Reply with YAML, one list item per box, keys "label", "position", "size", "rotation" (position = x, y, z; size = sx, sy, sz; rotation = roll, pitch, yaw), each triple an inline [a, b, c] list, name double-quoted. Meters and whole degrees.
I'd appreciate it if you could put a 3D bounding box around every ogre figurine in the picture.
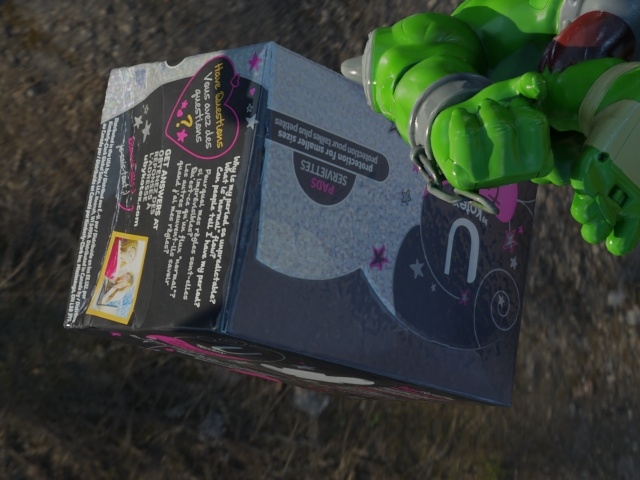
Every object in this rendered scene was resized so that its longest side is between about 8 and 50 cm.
- label: "ogre figurine"
  position: [0.098, -0.062, 0.486]
  size: [0.197, 0.118, 0.097]
  rotation: [-36, 125, -19]

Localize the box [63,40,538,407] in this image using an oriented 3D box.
- label: "box"
  position: [0.000, 0.000, 0.835]
  size: [0.142, 0.247, 0.163]
  rotation: [-2, 75, 43]
